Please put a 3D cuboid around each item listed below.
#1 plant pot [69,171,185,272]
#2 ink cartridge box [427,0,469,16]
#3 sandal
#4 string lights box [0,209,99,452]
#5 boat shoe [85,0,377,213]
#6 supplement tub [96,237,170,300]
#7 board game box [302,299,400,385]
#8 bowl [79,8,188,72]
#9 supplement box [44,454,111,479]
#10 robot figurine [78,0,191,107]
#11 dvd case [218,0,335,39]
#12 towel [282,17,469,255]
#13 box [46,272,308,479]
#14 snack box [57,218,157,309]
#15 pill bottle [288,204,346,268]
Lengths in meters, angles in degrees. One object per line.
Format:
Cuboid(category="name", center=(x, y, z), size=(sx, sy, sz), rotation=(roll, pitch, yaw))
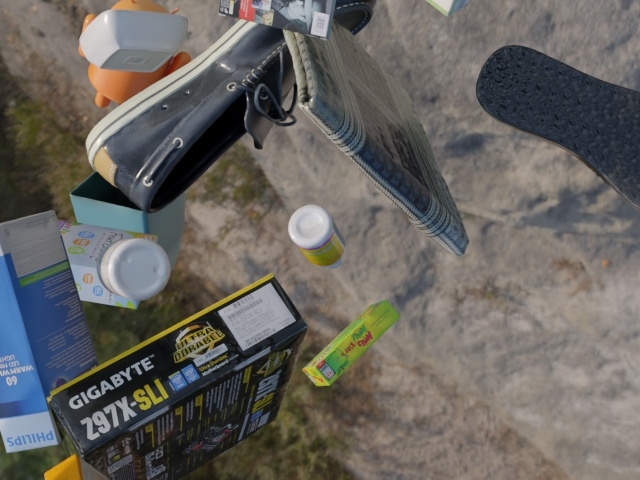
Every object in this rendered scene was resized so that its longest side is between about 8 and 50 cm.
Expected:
Cuboid(category="plant pot", center=(-0.371, -0.018, 1.831), size=(0.166, 0.165, 0.234), rotation=(12, 127, 17))
Cuboid(category="ink cartridge box", center=(0.153, -0.437, 1.201), size=(0.171, 0.056, 0.235), rotation=(43, 146, 18))
Cuboid(category="sandal", center=(0.467, -0.182, 1.496), size=(0.446, 0.107, 0.167), rotation=(34, 100, 12))
Cuboid(category="string lights box", center=(-0.345, 0.104, 1.095), size=(0.077, 0.133, 0.259), rotation=(-12, 97, 16))
Cuboid(category="boat shoe", center=(-0.109, -0.217, 1.363), size=(0.500, 0.187, 0.156), rotation=(-35, 76, -2))
Cuboid(category="supplement tub", center=(-0.216, 0.032, 1.049), size=(0.071, 0.071, 0.107), rotation=(44, 166, -16))
Cuboid(category="board game box", center=(0.055, 0.186, 1.648), size=(0.043, 0.181, 0.092), rotation=(49, 163, -3))
Cuboid(category="bowl", center=(-0.281, -0.295, 1.378), size=(0.142, 0.142, 0.053), rotation=(-17, 77, 55))
Cuboid(category="supplement box", center=(-0.198, 0.242, 0.808), size=(0.036, 0.062, 0.098), rotation=(-33, 131, 4))
Cuboid(category="robot figurine", center=(-0.320, -0.321, 1.572), size=(0.158, 0.128, 0.219), rotation=(42, 126, 16))
Cuboid(category="dvd case", center=(-0.042, -0.258, 0.922), size=(0.120, 0.013, 0.087), rotation=(16, 122, 9))
Cuboid(category="towel", center=(0.050, -0.163, 1.131), size=(0.056, 0.324, 0.312), rotation=(-35, 130, 20))
Cuboid(category="box", center=(-0.157, 0.190, 1.023), size=(0.079, 0.257, 0.322), rotation=(52, 157, 18))
Cuboid(category="snack box", center=(-0.390, 0.034, 1.530), size=(0.207, 0.174, 0.070), rotation=(10, 112, -5))
Cuboid(category="pill bottle", center=(0.000, 0.000, 0.883), size=(0.043, 0.043, 0.083), rotation=(4, 160, 17))
